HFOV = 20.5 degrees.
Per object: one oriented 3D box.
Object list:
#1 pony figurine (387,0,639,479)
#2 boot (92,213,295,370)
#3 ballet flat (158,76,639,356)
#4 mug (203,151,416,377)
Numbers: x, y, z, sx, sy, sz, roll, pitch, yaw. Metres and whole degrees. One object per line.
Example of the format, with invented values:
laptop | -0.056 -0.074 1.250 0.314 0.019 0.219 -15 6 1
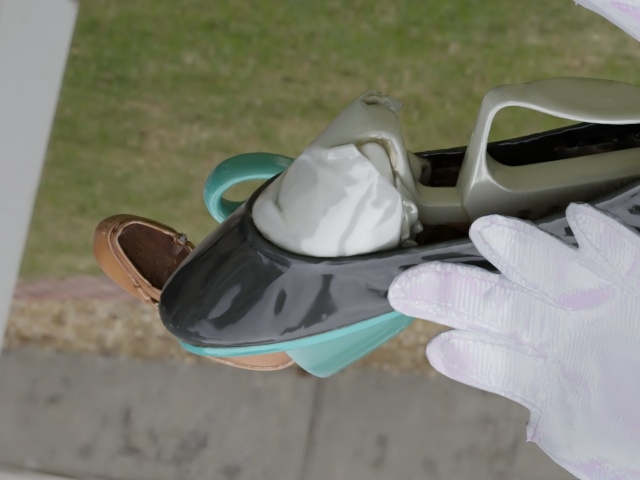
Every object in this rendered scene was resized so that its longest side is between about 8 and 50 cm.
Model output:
pony figurine | 0.179 -0.016 0.530 0.351 0.363 0.303 41 162 43
boot | -0.088 0.044 1.355 0.197 0.073 0.152 27 171 -10
ballet flat | 0.058 -0.024 0.777 0.280 0.095 0.096 -11 124 2
mug | 0.005 0.008 1.144 0.097 0.129 0.158 -32 158 13
